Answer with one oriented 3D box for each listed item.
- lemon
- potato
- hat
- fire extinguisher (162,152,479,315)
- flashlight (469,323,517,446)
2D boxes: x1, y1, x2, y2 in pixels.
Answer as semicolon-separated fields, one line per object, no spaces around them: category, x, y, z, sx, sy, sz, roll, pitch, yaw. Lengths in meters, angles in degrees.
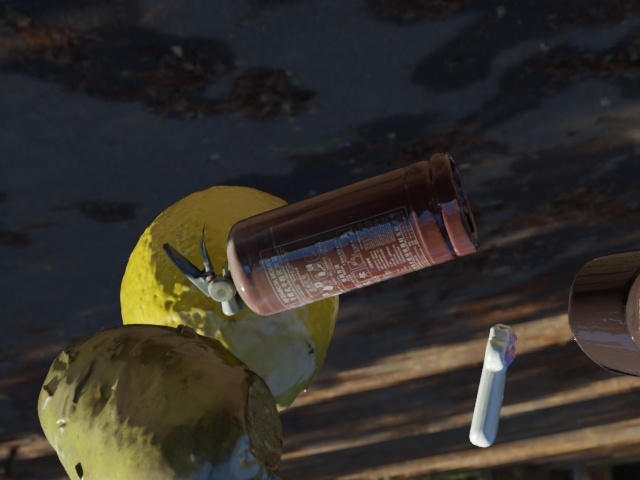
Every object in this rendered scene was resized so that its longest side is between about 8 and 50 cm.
lemon;-0.105;0.075;1.297;0.253;0.310;0.253;-2;134;-2
potato;-0.115;0.136;0.814;0.251;0.149;0.113;13;159;43
hat;0.494;0.076;1.484;0.336;0.238;0.209;0;165;15
fire extinguisher;0.000;0.000;1.012;0.269;0.105;0.105;-17;166;12
flashlight;0.278;0.234;1.802;0.047;0.200;0.093;11;-174;15
